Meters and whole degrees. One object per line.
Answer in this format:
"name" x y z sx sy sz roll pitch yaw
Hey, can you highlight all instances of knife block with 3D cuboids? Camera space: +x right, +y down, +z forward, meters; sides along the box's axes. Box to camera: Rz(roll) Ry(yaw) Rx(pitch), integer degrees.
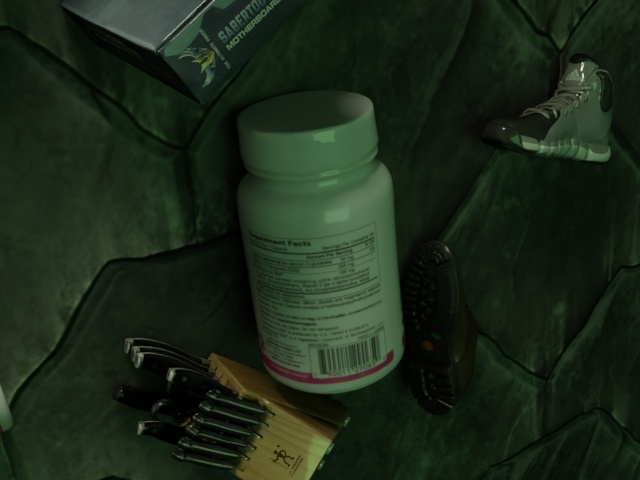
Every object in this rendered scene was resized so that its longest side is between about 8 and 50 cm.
"knife block" -0.099 0.186 0.961 0.088 0.242 0.276 -59 172 3

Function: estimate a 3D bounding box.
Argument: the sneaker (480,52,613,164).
"sneaker" 0.287 -0.168 1.053 0.229 0.086 0.132 0 105 -43

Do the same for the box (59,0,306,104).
"box" -0.096 -0.216 0.690 0.183 0.233 0.059 -47 129 -7

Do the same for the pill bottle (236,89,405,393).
"pill bottle" 0.000 0.000 0.885 0.160 0.160 0.283 -19 118 -25

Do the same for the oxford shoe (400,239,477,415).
"oxford shoe" 0.155 0.099 1.087 0.096 0.083 0.227 -29 123 -46

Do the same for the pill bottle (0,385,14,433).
"pill bottle" -0.367 0.161 0.766 0.160 0.087 0.087 -22 120 -22
